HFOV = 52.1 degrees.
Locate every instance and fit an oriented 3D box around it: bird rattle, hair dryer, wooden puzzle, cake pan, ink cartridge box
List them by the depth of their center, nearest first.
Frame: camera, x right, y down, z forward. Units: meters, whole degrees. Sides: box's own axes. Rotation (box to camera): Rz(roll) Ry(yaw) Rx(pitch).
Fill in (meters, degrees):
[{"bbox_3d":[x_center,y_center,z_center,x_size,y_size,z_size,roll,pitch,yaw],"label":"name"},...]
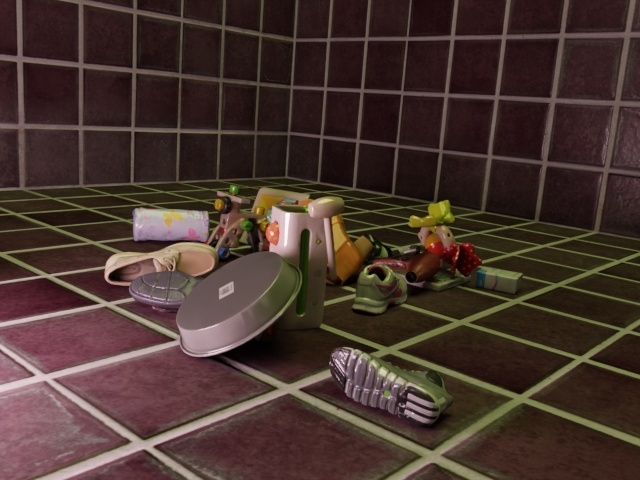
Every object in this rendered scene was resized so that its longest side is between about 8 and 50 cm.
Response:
[{"bbox_3d":[-0.178,0.120,1.358,0.293,0.054,0.293,-25,25,12],"label":"cake pan"},{"bbox_3d":[0.248,0.084,1.967,0.223,0.080,0.293,-14,10,-11],"label":"hair dryer"},{"bbox_3d":[0.547,0.121,2.000,0.122,0.052,0.088,9,13,28],"label":"ink cartridge box"},{"bbox_3d":[0.388,0.008,2.050,0.143,0.254,0.207,-31,-11,-20],"label":"bird rattle"},{"bbox_3d":[-0.169,-0.081,2.349,0.220,0.239,0.044,11,-20,31],"label":"wooden puzzle"}]

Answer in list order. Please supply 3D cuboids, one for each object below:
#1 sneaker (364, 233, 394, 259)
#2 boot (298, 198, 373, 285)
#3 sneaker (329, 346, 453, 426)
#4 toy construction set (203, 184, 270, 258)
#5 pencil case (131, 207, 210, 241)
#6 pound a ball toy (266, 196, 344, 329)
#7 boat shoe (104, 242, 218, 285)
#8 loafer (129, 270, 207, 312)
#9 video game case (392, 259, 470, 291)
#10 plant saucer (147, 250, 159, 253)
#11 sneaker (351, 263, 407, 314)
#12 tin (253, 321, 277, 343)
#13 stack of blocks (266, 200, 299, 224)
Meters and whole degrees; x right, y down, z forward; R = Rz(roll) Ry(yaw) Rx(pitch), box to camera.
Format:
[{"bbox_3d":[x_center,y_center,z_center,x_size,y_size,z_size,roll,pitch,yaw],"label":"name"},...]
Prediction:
[{"bbox_3d":[0.193,0.046,2.245,0.097,0.084,0.235,26,8,-13],"label":"sneaker"},{"bbox_3d":[0.000,0.001,1.977,0.295,0.104,0.211,35,44,16],"label":"boot"},{"bbox_3d":[0.133,0.252,1.170,0.228,0.086,0.132,25,17,34],"label":"sneaker"},{"bbox_3d":[-0.271,-0.075,2.201,0.257,0.238,0.309,0,12,-21],"label":"toy construction set"},{"bbox_3d":[-0.525,-0.050,2.307,0.272,0.114,0.124,0,-31,-14],"label":"pencil case"},{"bbox_3d":[-0.053,0.045,1.487,0.135,0.320,0.208,0,13,-21],"label":"pound a ball toy"},{"bbox_3d":[-0.424,0.074,1.762,0.302,0.109,0.098,-5,17,-12],"label":"boat shoe"},{"bbox_3d":[-0.304,0.140,1.573,0.302,0.095,0.109,0,41,4],"label":"loafer"},{"bbox_3d":[0.323,0.108,2.050,0.226,0.026,0.206,14,15,37],"label":"video game case"},{"bbox_3d":[-0.429,0.066,1.956,0.198,0.036,0.198,5,11,-1],"label":"plant saucer"},{"bbox_3d":[0.168,0.115,1.744,0.102,0.111,0.252,9,12,23],"label":"sneaker"},{"bbox_3d":[-0.141,0.160,1.436,0.040,0.106,0.189,-9,15,-22],"label":"tin"},{"bbox_3d":[-0.028,-0.024,2.179,0.297,0.087,0.171,5,50,-57],"label":"stack of blocks"}]
